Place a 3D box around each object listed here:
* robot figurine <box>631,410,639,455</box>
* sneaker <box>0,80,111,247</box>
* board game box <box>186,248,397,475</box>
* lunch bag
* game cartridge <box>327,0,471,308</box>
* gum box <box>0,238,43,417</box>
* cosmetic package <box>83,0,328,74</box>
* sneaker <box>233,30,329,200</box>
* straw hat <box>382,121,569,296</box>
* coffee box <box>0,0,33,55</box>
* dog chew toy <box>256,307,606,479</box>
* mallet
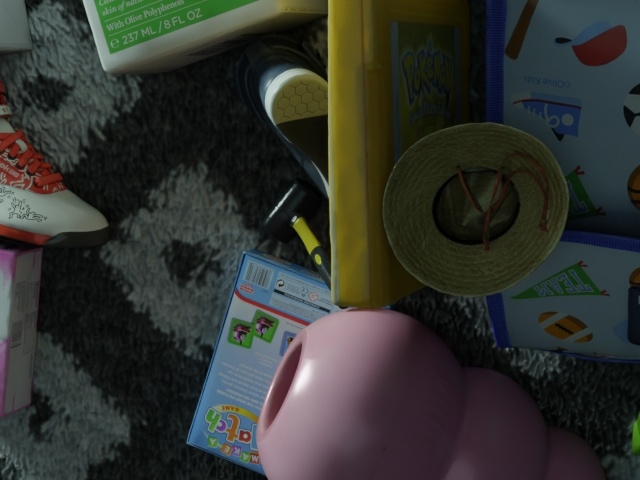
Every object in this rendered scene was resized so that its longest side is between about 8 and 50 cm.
[{"bbox_3d":[0.335,0.163,1.252,0.101,0.067,0.115,37,131,-12],"label":"robot figurine"},{"bbox_3d":[-0.332,-0.090,1.432,0.270,0.090,0.145,17,104,18],"label":"sneaker"},{"bbox_3d":[-0.031,0.134,1.389,0.160,0.039,0.211,20,101,14],"label":"board game box"},{"bbox_3d":[0.306,-0.066,1.166,0.328,0.239,0.385,5,113,17],"label":"lunch bag"},{"bbox_3d":[0.077,-0.121,1.196,0.052,0.285,0.324,3,98,21],"label":"game cartridge"},{"bbox_3d":[-0.364,0.084,1.476,0.107,0.062,0.188,9,99,16],"label":"gum box"},{"bbox_3d":[-0.145,-0.360,1.309,0.197,0.155,0.365,-17,92,21],"label":"cosmetic package"},{"bbox_3d":[0.002,-0.104,1.332,0.086,0.163,0.226,-38,125,-2],"label":"sneaker"},{"bbox_3d":[0.124,-0.028,1.088,0.144,0.061,0.144,2,101,8],"label":"straw hat"},{"bbox_3d":[-0.470,-0.254,1.441,0.297,0.119,0.168,-9,94,18],"label":"coffee box"},{"bbox_3d":[0.113,0.195,1.262,0.332,0.206,0.207,24,104,-9],"label":"dog chew toy"},{"bbox_3d":[0.000,0.000,1.308,0.039,0.190,0.062,30,99,-33],"label":"mallet"}]
